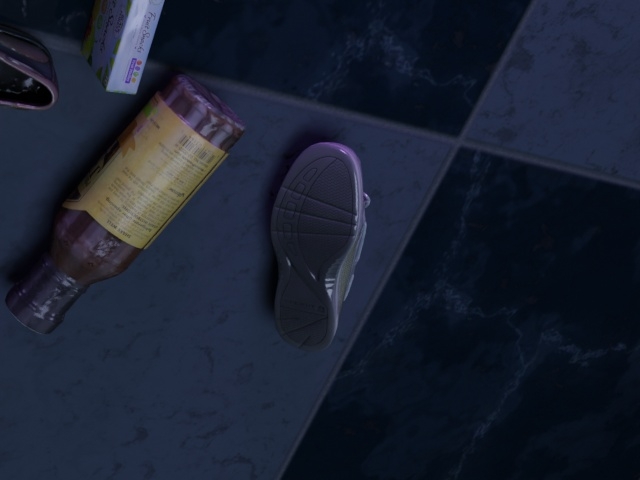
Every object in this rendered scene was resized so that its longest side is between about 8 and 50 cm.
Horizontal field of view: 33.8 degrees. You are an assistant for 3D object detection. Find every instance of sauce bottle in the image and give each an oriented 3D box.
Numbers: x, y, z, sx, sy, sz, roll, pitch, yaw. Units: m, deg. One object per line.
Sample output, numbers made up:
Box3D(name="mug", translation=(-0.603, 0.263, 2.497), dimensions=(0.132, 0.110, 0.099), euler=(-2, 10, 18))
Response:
Box3D(name="sauce bottle", translation=(-0.235, -0.036, 1.226), dimensions=(0.344, 0.111, 0.111), euler=(-48, 135, 7))

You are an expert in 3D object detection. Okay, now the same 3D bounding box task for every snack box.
Box3D(name="snack box", translation=(-0.203, -0.237, 1.097), dimensions=(0.037, 0.100, 0.141), euler=(4, 121, -34))

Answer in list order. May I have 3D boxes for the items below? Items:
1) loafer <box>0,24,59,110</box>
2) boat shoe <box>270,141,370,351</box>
Box3D(name="loafer", translation=(-0.384, -0.184, 1.035), dimensions=(0.268, 0.084, 0.096), euler=(6, 120, -36))
Box3D(name="boat shoe", translation=(0.002, 0.002, 1.422), dimensions=(0.118, 0.103, 0.320), euler=(13, 124, 13))
